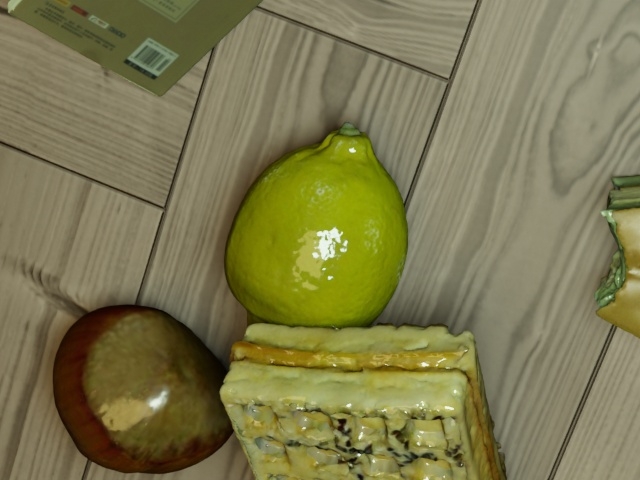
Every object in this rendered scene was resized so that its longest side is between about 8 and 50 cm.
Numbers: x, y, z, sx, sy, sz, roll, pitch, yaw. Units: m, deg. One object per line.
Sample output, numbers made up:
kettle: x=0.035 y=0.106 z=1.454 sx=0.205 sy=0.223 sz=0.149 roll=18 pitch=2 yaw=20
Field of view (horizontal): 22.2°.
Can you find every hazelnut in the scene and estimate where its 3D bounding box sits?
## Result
hazelnut: x=-0.201 y=0.176 z=1.774 sx=0.210 sy=0.186 sz=0.210 roll=-1 pitch=109 yaw=-3

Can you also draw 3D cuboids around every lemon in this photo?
lemon: x=0.000 y=0.000 z=1.672 sx=0.184 sy=0.184 sz=0.248 roll=26 pitch=103 yaw=7

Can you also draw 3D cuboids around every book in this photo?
book: x=-0.134 y=-0.288 z=1.632 sx=0.310 sy=0.217 sz=0.021 roll=-41 pitch=48 yaw=21

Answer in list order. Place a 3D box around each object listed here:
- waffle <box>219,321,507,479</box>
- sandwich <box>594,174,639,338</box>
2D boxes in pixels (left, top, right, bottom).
waffle: x=0.057 y=0.239 z=1.678 sx=0.261 sy=0.114 sz=0.376 roll=2 pitch=137 yaw=20
sandwich: x=0.372 y=0.052 z=1.598 sx=0.198 sy=0.155 sz=0.227 roll=-7 pitch=103 yaw=19
